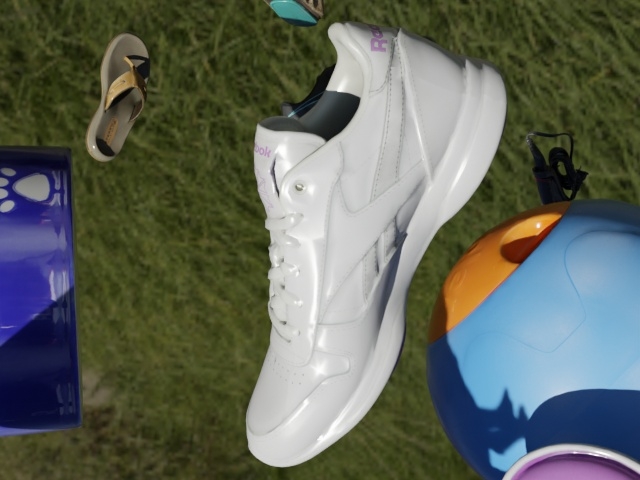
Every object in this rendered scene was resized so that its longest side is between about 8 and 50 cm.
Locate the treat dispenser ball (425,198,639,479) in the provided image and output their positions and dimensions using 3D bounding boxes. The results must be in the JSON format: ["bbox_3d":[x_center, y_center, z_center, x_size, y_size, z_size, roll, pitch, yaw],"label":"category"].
[{"bbox_3d":[0.239,0.106,0.956,0.288,0.288,0.288,4,154,2],"label":"treat dispenser ball"}]

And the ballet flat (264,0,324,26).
[{"bbox_3d":[-0.046,-0.299,1.197,0.073,0.067,0.206,3,177,14],"label":"ballet flat"}]

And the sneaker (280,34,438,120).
[{"bbox_3d":[0.057,-0.237,1.615,0.267,0.106,0.101,-37,171,9],"label":"sneaker"}]

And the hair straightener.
[{"bbox_3d":[0.322,-0.076,1.439,0.047,0.089,0.230,21,154,41],"label":"hair straightener"}]

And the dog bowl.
[{"bbox_3d":[-0.275,0.044,0.968,0.104,0.264,0.265,-3,156,-13],"label":"dog bowl"}]

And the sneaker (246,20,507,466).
[{"bbox_3d":[0.000,0.000,0.703,0.152,0.305,0.114,21,-174,-25],"label":"sneaker"}]

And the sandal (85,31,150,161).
[{"bbox_3d":[-0.267,-0.193,1.438,0.072,0.180,0.049,20,172,-40],"label":"sandal"}]

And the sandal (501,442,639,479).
[{"bbox_3d":[0.229,0.327,0.681,0.169,0.416,0.102,-21,161,10],"label":"sandal"}]
